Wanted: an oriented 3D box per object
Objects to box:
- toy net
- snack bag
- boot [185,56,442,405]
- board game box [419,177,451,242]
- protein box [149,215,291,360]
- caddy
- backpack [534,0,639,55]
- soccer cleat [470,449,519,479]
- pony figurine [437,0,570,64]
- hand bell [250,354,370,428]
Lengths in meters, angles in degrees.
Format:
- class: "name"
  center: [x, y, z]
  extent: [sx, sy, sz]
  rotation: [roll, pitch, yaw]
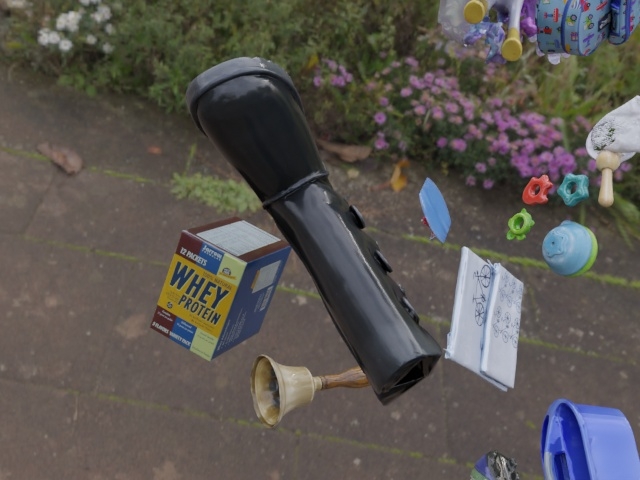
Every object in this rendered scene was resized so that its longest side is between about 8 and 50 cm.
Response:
- class: "toy net"
  center: [0.328, -0.073, 0.964]
  extent: [0.045, 0.232, 0.122]
  rotation: [16, 23, -35]
- class: "snack bag"
  center: [0.449, 0.207, 2.091]
  extent: [0.342, 0.037, 0.323]
  rotation: [33, 62, -43]
- class: "boot"
  center: [0.001, 0.000, 1.084]
  extent: [0.146, 0.367, 0.445]
  rotation: [-29, 69, 9]
- class: "board game box"
  center: [0.259, -0.069, 1.850]
  extent: [0.133, 0.033, 0.169]
  rotation: [60, 28, -17]
- class: "protein box"
  center: [-0.179, 0.082, 1.443]
  extent: [0.136, 0.200, 0.201]
  rotation: [26, 17, 16]
- class: "caddy"
  center: [0.607, 0.538, 1.809]
  extent: [0.179, 0.241, 0.341]
  rotation: [3, 57, -7]
- class: "backpack"
  center: [0.387, -0.340, 1.106]
  extent: [0.117, 0.158, 0.173]
  rotation: [34, 71, 32]
- class: "soccer cleat"
  center: [0.342, 0.547, 1.548]
  extent: [0.093, 0.121, 0.289]
  rotation: [28, 30, -5]
- class: "pony figurine"
  center: [0.374, -0.498, 1.541]
  extent: [0.302, 0.351, 0.363]
  rotation: [10, 39, 14]
- class: "hand bell"
  center: [0.009, 0.253, 1.398]
  extent: [0.242, 0.126, 0.126]
  rotation: [-4, 45, -29]
